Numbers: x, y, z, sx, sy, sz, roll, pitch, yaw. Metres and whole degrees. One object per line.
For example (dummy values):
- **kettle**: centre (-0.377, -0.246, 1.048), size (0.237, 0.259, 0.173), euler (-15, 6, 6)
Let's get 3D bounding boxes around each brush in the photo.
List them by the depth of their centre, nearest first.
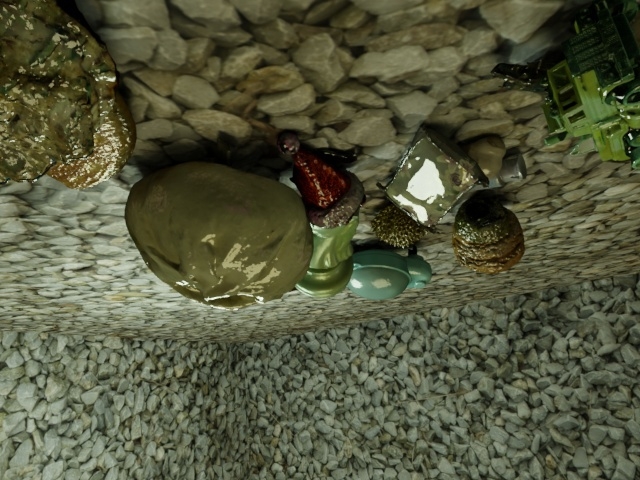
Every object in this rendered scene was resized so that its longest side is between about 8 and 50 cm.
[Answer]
- **brush**: centre (-0.165, -0.133, 0.834), size (0.027, 0.034, 0.190), euler (-41, 175, -19)

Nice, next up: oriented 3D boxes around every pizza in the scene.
- **pizza**: centre (-0.368, -0.154, 0.662), size (0.197, 0.058, 0.292), euler (5, 157, -27)

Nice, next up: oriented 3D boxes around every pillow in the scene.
- **pillow**: centre (0.210, -0.111, 0.889), size (0.059, 0.169, 0.255), euler (-45, 174, -21)

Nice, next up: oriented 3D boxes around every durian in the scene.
- **durian**: centre (0.216, -0.029, 1.162), size (0.208, 0.102, 0.146), euler (5, 154, -41)

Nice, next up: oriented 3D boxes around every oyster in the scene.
- **oyster**: centre (-0.339, -0.163, 0.507), size (0.198, 0.092, 0.260), euler (24, 134, -30)

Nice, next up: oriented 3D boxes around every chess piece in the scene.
- **chess piece**: centre (0.000, 0.000, 1.118), size (0.176, 0.175, 0.298), euler (-4, 144, -4)

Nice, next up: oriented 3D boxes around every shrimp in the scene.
- **shrimp**: centre (0.337, -0.248, 0.619), size (0.217, 0.051, 0.150), euler (-9, 160, -16)

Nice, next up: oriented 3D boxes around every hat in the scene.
- **hat**: centre (-0.017, -0.117, 0.853), size (0.140, 0.128, 0.227), euler (10, 156, 38)

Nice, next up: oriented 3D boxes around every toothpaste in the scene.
- **toothpaste**: centre (0.301, -0.125, 0.975), size (0.234, 0.057, 0.089), euler (-12, 160, 37)

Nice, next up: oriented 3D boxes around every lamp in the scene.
- **lamp**: centre (0.199, 0.103, 1.437), size (0.284, 0.147, 0.209), euler (-11, 158, -11)

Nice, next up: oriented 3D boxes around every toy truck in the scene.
- **toy truck**: centre (0.348, -0.172, 0.590), size (0.135, 0.128, 0.260), euler (-18, 159, 28)

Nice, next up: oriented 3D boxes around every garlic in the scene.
- **garlic**: centre (0.296, -0.144, 0.875), size (0.094, 0.074, 0.113), euler (20, 135, -34)

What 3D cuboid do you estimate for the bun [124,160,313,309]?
- **bun**: centre (-0.189, 0.012, 0.880), size (0.365, 0.219, 0.365), euler (12, 160, 4)

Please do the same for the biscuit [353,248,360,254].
- **biscuit**: centre (0.067, 0.049, 1.461), size (0.118, 0.029, 0.247), euler (-24, 156, 26)

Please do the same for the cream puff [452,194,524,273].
- **cream puff**: centre (0.398, -0.030, 1.124), size (0.183, 0.183, 0.169), euler (-11, 141, 16)
